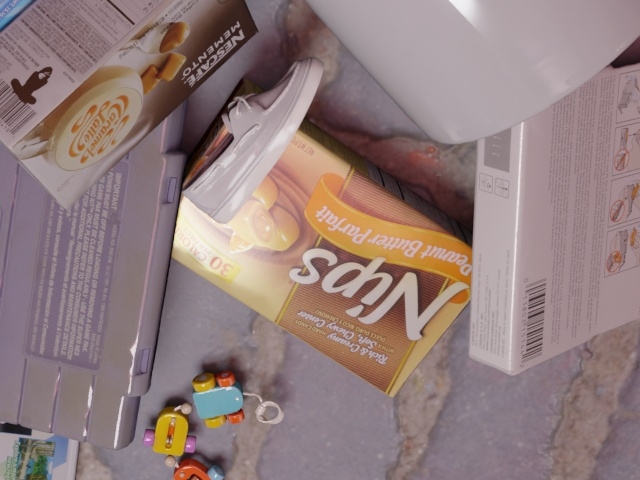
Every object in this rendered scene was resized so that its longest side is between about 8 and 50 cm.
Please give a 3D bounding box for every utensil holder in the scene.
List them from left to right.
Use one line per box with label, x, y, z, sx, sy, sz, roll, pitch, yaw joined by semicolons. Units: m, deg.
utensil holder;0.091;-0.323;1.162;0.327;0.327;0.385;-40;111;10

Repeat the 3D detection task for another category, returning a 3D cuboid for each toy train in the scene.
toy train;-0.121;0.212;1.488;0.125;0.046;0.166;35;107;-16

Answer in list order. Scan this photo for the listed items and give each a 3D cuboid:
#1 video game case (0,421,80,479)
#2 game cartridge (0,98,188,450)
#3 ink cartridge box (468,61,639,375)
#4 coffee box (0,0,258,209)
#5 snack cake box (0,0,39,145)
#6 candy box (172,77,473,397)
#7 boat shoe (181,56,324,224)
video game case;-0.405;0.170;1.458;0.300;0.036;0.329;8;109;-6
game cartridge;-0.259;0.011;1.333;0.230;0.068;0.355;12;99;10
ink cartridge box;0.265;-0.039;1.383;0.261;0.066;0.296;-16;116;-39
coffee box;-0.187;-0.164;1.202;0.246;0.141;0.098;-44;69;-8
snack cake box;-0.264;-0.219;1.222;0.264;0.152;0.089;-46;68;-2
candy box;0.000;0.000;1.393;0.316;0.087;0.183;33;104;-14
boat shoe;-0.066;-0.103;1.280;0.063;0.066;0.184;32;111;-14
